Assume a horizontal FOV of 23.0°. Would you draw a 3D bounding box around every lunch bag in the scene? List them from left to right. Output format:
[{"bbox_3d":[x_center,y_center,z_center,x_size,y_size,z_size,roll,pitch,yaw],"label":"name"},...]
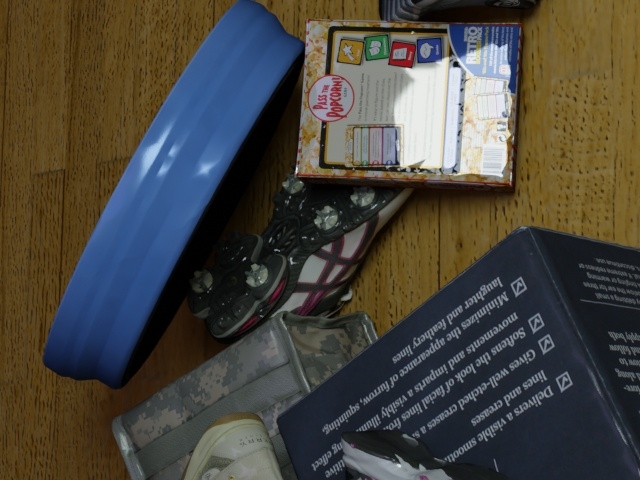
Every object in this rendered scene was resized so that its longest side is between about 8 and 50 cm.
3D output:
[{"bbox_3d":[-0.030,0.242,1.438,0.235,0.169,0.287,-33,70,31],"label":"lunch bag"}]

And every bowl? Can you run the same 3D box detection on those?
[{"bbox_3d":[-0.128,-0.036,1.464,0.077,0.391,0.391,29,108,0],"label":"bowl"}]

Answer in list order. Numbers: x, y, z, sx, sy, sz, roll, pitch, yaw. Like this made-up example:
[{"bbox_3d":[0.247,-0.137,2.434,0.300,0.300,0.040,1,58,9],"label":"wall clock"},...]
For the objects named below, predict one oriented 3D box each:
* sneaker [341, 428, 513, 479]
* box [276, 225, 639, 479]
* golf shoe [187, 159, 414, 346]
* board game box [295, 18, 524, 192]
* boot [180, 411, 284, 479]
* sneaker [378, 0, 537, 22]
[{"bbox_3d":[0.083,0.197,1.124,0.178,0.072,0.077,23,112,51],"label":"sneaker"},{"bbox_3d":[0.188,0.237,1.199,0.293,0.212,0.395,-40,58,32],"label":"box"},{"bbox_3d":[0.000,0.000,1.496,0.273,0.120,0.105,-40,49,5],"label":"golf shoe"},{"bbox_3d":[0.080,-0.121,1.404,0.194,0.045,0.146,4,84,11],"label":"board game box"},{"bbox_3d":[-0.068,0.270,1.277,0.165,0.077,0.213,51,127,45],"label":"boot"},{"bbox_3d":[0.132,-0.231,1.416,0.229,0.132,0.086,-143,56,-78],"label":"sneaker"}]
